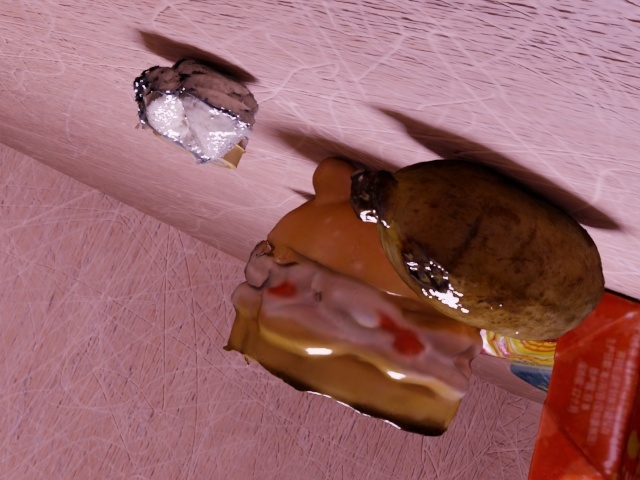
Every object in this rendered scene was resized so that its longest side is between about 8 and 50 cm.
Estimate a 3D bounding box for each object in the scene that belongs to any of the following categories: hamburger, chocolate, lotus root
[{"bbox_3d":[0.051,0.052,1.883,0.276,0.237,0.276,20,-177,-1],"label":"hamburger"},{"bbox_3d":[0.342,0.190,2.040,0.108,0.235,0.237,3,162,37],"label":"chocolate"},{"bbox_3d":[0.131,0.003,1.575,0.260,0.128,0.145,28,-177,-28],"label":"lotus root"}]

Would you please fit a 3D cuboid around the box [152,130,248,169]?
[{"bbox_3d":[-0.132,-0.114,2.026,0.105,0.037,0.105,24,175,2],"label":"box"}]

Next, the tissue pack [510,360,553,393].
[{"bbox_3d":[0.397,0.202,2.662,0.185,0.081,0.257,25,175,-9],"label":"tissue pack"}]

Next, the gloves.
[{"bbox_3d":[-0.114,-0.125,1.664,0.114,0.070,0.153,32,167,-7],"label":"gloves"}]

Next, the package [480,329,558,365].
[{"bbox_3d":[0.208,0.086,2.172,0.288,0.108,0.223,12,180,35],"label":"package"}]
